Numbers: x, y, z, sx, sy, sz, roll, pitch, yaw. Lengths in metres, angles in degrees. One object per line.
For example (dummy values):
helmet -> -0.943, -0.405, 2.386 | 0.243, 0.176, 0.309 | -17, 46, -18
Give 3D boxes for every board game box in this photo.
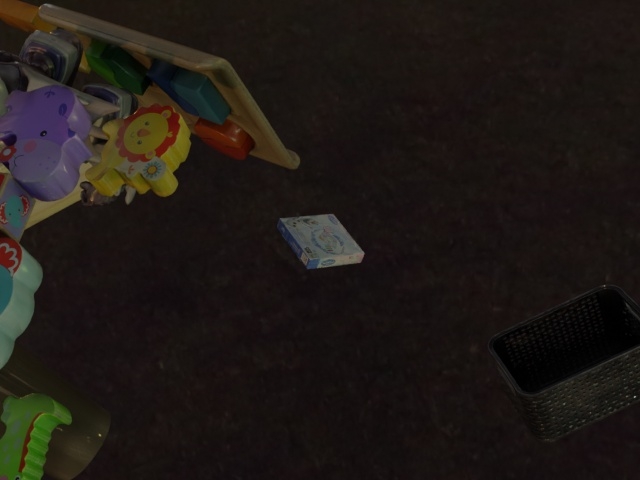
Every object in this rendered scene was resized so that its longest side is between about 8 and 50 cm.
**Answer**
board game box -> 0.000, 0.000, 1.087 | 0.090, 0.020, 0.090 | -6, 43, -33

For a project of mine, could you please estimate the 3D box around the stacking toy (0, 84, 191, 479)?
stacking toy -> -0.126, -0.007, 0.328 | 0.052, 0.167, 0.221 | 5, 64, 16

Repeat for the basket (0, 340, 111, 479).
basket -> -0.452, 0.260, 1.224 | 0.154, 0.227, 0.204 | -53, 24, -12

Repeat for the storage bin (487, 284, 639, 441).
storage bin -> 0.310, 0.146, 0.958 | 0.180, 0.084, 0.122 | -26, 30, 1

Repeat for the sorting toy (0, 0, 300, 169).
sorting toy -> -0.186, -0.159, 0.815 | 0.307, 0.229, 0.041 | 22, 80, 24

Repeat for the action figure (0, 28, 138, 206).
action figure -> -0.199, -0.086, 0.547 | 0.185, 0.099, 0.285 | 28, 11, -5

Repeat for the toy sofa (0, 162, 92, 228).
toy sofa -> -0.465, -0.091, 1.203 | 0.362, 0.177, 0.150 | -32, 47, -17
